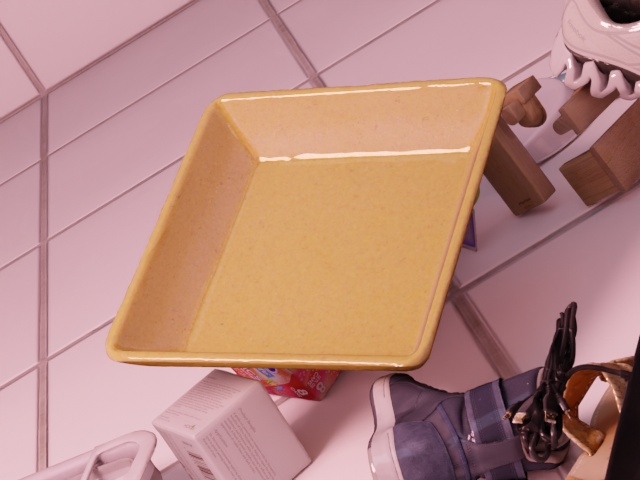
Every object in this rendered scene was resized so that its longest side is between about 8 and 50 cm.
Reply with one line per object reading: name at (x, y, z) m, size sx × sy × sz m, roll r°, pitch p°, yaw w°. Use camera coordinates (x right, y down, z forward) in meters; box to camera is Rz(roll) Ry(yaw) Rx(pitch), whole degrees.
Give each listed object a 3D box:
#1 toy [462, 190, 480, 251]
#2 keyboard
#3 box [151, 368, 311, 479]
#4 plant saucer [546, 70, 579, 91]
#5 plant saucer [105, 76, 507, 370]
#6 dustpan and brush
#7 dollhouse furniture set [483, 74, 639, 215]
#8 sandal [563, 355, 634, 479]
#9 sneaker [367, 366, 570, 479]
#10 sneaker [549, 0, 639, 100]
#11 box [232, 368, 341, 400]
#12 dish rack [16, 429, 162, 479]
toy at (0.091, -0.066, 1.891) m, size 0.056 × 0.137 × 0.237 m, roll -13°, pitch 13°, yaw -26°
keyboard at (0.250, 0.113, 1.282) m, size 0.201 × 0.033 × 0.317 m, roll 16°, pitch 36°, yaw 10°
box at (-0.084, 0.189, 1.616) m, size 0.087 × 0.101 × 0.102 m, roll -40°, pitch 21°, yaw -21°
plant saucer at (0.251, -0.168, 2.079) m, size 0.192 × 0.018 × 0.067 m, roll -22°, pitch 23°, yaw 29°
plant saucer at (0.000, 0.000, 1.622) m, size 0.333 × 0.081 × 0.333 m, roll 0°, pitch 52°, yaw 28°
dustpan and brush at (0.277, -0.151, 1.962) m, size 0.211 × 0.060 × 0.147 m, roll -35°, pitch 30°, yaw 12°
dollhouse furniture set at (0.258, -0.115, 1.803) m, size 0.123 × 0.144 × 0.151 m, roll -42°, pitch 7°, yaw -38°
sandal at (0.222, 0.133, 1.332) m, size 0.088 × 0.079 × 0.240 m, roll -16°, pitch 25°, yaw 37°
sneaker at (0.126, 0.150, 1.439) m, size 0.163 × 0.086 × 0.226 m, roll -20°, pitch 13°, yaw 7°
sneaker at (0.364, -0.181, 1.668) m, size 0.292 × 0.118 × 0.110 m, roll 18°, pitch 42°, yaw 21°
box at (-0.004, 0.026, 1.770) m, size 0.122 × 0.128 × 0.257 m, roll 3°, pitch 51°, yaw 52°
dish rack at (-0.302, 0.330, 1.654) m, size 0.333 × 0.072 × 0.285 m, roll -23°, pitch 23°, yaw 24°
